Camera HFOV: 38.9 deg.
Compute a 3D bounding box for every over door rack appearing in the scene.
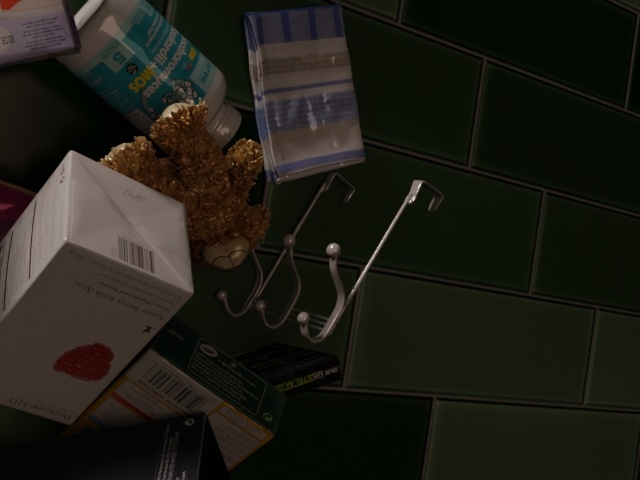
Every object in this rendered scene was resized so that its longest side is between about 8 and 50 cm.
[{"bbox_3d":[0.000,0.000,1.431,0.324,0.240,0.108,-49,123,-22],"label":"over door rack"}]

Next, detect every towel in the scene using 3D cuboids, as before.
[{"bbox_3d":[-0.022,-0.249,1.523,0.209,0.034,0.284,-15,101,-34],"label":"towel"}]

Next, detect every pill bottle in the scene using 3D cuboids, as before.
[{"bbox_3d":[-0.237,-0.234,1.306,0.264,0.146,0.146,41,70,-30],"label":"pill bottle"}]

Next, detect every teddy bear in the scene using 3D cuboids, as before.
[{"bbox_3d":[-0.178,-0.055,1.285,0.245,0.113,0.338,-33,143,-24],"label":"teddy bear"}]

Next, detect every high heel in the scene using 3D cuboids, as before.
[{"bbox_3d":[-0.365,-0.064,1.272,0.244,0.082,0.117,-16,106,-23],"label":"high heel"}]

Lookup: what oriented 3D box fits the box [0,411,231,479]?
[{"bbox_3d":[-0.258,0.406,1.191,0.294,0.182,0.296,-11,122,5],"label":"box"}]

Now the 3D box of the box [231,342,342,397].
[{"bbox_3d":[-0.095,0.210,1.409,0.191,0.184,0.045,-14,97,-34],"label":"box"}]

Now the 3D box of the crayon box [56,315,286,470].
[{"bbox_3d":[-0.226,0.262,1.272,0.203,0.323,0.083,38,34,-14],"label":"crayon box"}]

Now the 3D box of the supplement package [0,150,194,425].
[{"bbox_3d":[-0.319,0.069,1.159,0.178,0.175,0.293,26,122,-32],"label":"supplement package"}]

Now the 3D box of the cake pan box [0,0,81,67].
[{"bbox_3d":[-0.460,-0.333,1.132,0.267,0.070,0.245,-11,99,-4],"label":"cake pan box"}]
